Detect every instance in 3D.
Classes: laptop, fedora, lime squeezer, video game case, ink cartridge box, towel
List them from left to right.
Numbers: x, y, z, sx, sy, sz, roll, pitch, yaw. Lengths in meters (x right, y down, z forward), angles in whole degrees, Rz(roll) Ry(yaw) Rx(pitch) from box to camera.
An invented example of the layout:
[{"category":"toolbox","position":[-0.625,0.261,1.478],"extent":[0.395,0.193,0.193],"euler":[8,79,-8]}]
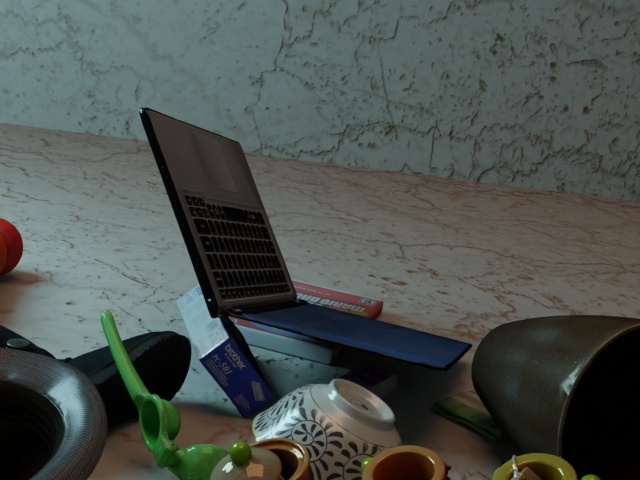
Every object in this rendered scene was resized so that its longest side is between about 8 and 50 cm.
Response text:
[{"category":"fedora","position":[-0.300,0.200,0.865],"extent":[0.243,0.124,0.275],"euler":[7,20,-2]},{"category":"lime squeezer","position":[-0.127,0.182,1.075],"extent":[0.310,0.059,0.110],"euler":[34,54,12]},{"category":"ink cartridge box","position":[-0.119,0.129,1.321],"extent":[0.046,0.097,0.207],"euler":[-36,22,-2]},{"category":"video game case","position":[-0.038,0.109,1.608],"extent":[0.204,0.025,0.285],"euler":[13,15,15]},{"category":"laptop","position":[0.000,0.000,1.399],"extent":[0.236,0.408,0.382],"euler":[-22,-6,11]},{"category":"towel","position":[0.230,0.217,1.364],"extent":[0.152,0.023,0.113],"euler":[-7,19,-42]}]

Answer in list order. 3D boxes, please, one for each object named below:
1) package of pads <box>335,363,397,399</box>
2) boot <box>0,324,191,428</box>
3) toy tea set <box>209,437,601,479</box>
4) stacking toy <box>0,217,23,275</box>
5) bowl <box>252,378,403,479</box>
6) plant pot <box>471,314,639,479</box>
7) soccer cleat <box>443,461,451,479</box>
[{"category":"package of pads","position":[0.057,0.183,1.357],"extent":[0.050,0.032,0.083],"euler":[15,15,28]},{"category":"boot","position":[-0.289,0.133,1.201],"extent":[0.207,0.094,0.246],"euler":[20,23,25]},{"category":"toy tea set","position":[0.054,0.214,0.885],"extent":[0.336,0.124,0.200],"euler":[-2,29,19]},{"category":"stacking toy","position":[-0.494,0.021,1.469],"extent":[0.141,0.141,0.330],"euler":[10,10,4]},{"category":"bowl","position":[0.024,0.192,1.087],"extent":[0.170,0.080,0.170],"euler":[29,11,-6]},{"category":"plant pot","position":[0.279,0.169,1.218],"extent":[0.215,0.215,0.230],"euler":[2,10,-28]},{"category":"soccer cleat","position":[0.105,0.248,1.139],"extent":[0.035,0.029,0.083],"euler":[8,7,38]}]
